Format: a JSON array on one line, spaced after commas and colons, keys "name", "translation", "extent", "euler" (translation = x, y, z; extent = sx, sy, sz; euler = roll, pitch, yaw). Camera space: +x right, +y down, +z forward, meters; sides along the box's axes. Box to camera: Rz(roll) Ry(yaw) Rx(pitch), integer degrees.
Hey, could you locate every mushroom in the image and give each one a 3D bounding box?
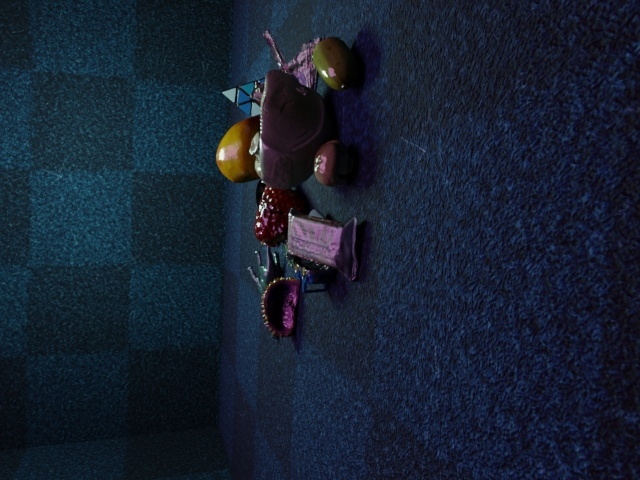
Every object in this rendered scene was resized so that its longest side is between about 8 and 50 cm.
[{"name": "mushroom", "translation": [0.040, -0.227, 1.396], "extent": [0.112, 0.148, 0.148], "euler": [10, 100, 30]}, {"name": "mushroom", "translation": [-0.197, -0.359, 1.963], "extent": [0.254, 0.184, 0.255], "euler": [-29, 51, 44]}]

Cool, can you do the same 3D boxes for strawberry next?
[{"name": "strawberry", "translation": [-0.171, -0.120, 1.836], "extent": [0.253, 0.150, 0.280], "euler": [-6, 72, 48]}]

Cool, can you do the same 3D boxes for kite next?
[{"name": "kite", "translation": [-0.126, -0.618, 1.773], "extent": [0.406, 0.014, 0.369], "euler": [-26, 92, 34]}]

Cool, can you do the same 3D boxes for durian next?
[{"name": "durian", "translation": [-0.159, 0.262, 1.932], "extent": [0.186, 0.153, 0.261], "euler": [13, -93, -85]}]

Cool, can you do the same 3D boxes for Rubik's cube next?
[{"name": "Rubik's cube", "translation": [-0.299, -0.707, 2.454], "extent": [0.249, 0.284, 0.234], "euler": [-10, 100, 37]}]

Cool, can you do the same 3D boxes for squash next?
[{"name": "squash", "translation": [0.049, -0.505, 1.386], "extent": [0.187, 0.123, 0.123], "euler": [-108, 27, -44]}]

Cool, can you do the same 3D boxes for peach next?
[{"name": "peach", "translation": [-0.350, -0.433, 2.260], "extent": [0.289, 0.288, 0.308], "euler": [158, 106, -68]}]

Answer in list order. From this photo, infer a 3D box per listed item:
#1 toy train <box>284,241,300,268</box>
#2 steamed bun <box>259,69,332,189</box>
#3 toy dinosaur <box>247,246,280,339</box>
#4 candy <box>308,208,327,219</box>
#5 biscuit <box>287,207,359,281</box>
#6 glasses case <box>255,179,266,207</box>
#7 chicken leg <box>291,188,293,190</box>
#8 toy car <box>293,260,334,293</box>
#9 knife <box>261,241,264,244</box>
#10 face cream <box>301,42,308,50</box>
[{"name": "toy train", "translation": [-0.116, 0.062, 1.916], "extent": [0.148, 0.038, 0.071], "euler": [-122, 38, -56]}, {"name": "steamed bun", "translation": [-0.088, -0.374, 1.601], "extent": [0.247, 0.236, 0.384], "euler": [107, 163, -59]}, {"name": "toy dinosaur", "translation": [-0.211, 0.217, 2.119], "extent": [0.331, 0.129, 0.384], "euler": [63, 146, 33]}, {"name": "candy", "translation": [-0.006, -0.016, 1.565], "extent": [0.174, 0.071, 0.138], "euler": [-132, 49, -60]}, {"name": "biscuit", "translation": [0.000, 0.005, 1.432], "extent": [0.309, 0.079, 0.186], "euler": [12, 105, 43]}, {"name": "glasses case", "translation": [-0.251, -0.187, 2.242], "extent": [0.321, 0.082, 0.122], "euler": [-122, 37, -55]}, {"name": "chicken leg", "translation": [-0.158, -0.118, 1.993], "extent": [0.196, 0.080, 0.125], "euler": [117, 153, -44]}, {"name": "toy car", "translation": [-0.024, 0.120, 1.572], "extent": [0.191, 0.097, 0.100], "euler": [-166, 74, -70]}, {"name": "knife", "translation": [-0.272, -0.055, 2.379], "extent": [0.256, 0.022, 0.046], "euler": [120, 150, -53]}, {"name": "face cream", "translation": [-0.059, -0.746, 1.837], "extent": [0.083, 0.021, 0.040], "euler": [-121, 38, -57]}]
